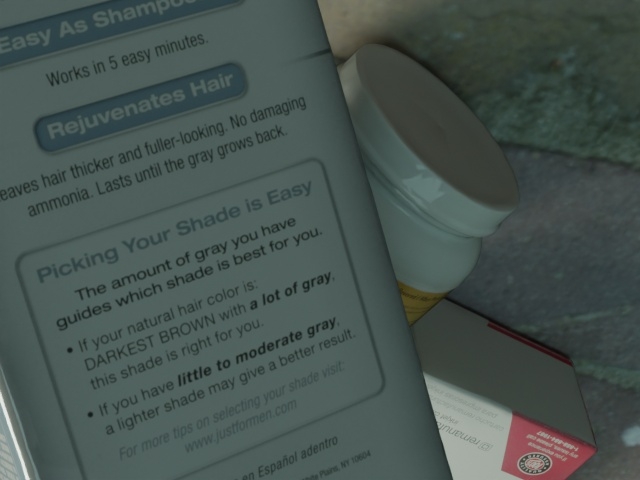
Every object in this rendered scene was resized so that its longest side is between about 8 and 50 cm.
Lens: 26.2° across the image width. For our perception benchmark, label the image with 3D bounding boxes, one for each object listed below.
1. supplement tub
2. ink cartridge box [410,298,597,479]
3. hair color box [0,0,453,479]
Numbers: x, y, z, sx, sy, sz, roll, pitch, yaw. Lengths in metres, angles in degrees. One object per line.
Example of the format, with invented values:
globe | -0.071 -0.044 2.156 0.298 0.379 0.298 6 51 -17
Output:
supplement tub | 0.000 0.000 0.784 0.144 0.144 0.199 32 119 -28
ink cartridge box | 0.057 0.153 0.953 0.158 0.092 0.218 25 124 -25
hair color box | -0.089 -0.032 0.617 0.185 0.113 0.375 -20 100 -23
